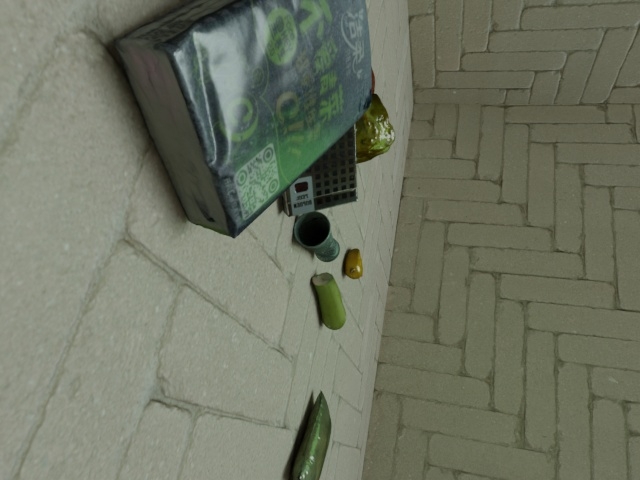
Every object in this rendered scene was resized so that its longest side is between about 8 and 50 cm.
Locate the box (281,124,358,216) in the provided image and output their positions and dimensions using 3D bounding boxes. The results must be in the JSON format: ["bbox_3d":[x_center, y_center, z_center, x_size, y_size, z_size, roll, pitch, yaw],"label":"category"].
[{"bbox_3d":[-0.009,-0.221,1.031,0.047,0.180,0.325,-130,-149,-55],"label":"box"}]

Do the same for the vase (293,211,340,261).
[{"bbox_3d":[0.000,0.000,1.271,0.219,0.096,0.096,54,44,-71],"label":"vase"}]

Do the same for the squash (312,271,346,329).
[{"bbox_3d":[0.030,0.187,1.449,0.250,0.083,0.083,76,24,-44],"label":"squash"}]

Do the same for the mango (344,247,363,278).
[{"bbox_3d":[0.130,0.085,1.798,0.187,0.066,0.101,-66,148,-61],"label":"mango"}]

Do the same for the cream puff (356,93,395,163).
[{"bbox_3d":[0.071,-0.275,1.191,0.244,0.244,0.196,-60,136,-57],"label":"cream puff"}]

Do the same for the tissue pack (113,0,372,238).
[{"bbox_3d":[-0.069,-0.231,0.697,0.394,0.124,0.288,-49,146,-32],"label":"tissue pack"}]

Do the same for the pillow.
[{"bbox_3d":[-0.022,0.624,1.400,0.302,0.074,0.185,-67,157,-54],"label":"pillow"}]

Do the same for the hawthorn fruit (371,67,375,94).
[{"bbox_3d":[0.073,-0.426,1.316,0.194,0.156,0.157,109,-11,-79],"label":"hawthorn fruit"}]
